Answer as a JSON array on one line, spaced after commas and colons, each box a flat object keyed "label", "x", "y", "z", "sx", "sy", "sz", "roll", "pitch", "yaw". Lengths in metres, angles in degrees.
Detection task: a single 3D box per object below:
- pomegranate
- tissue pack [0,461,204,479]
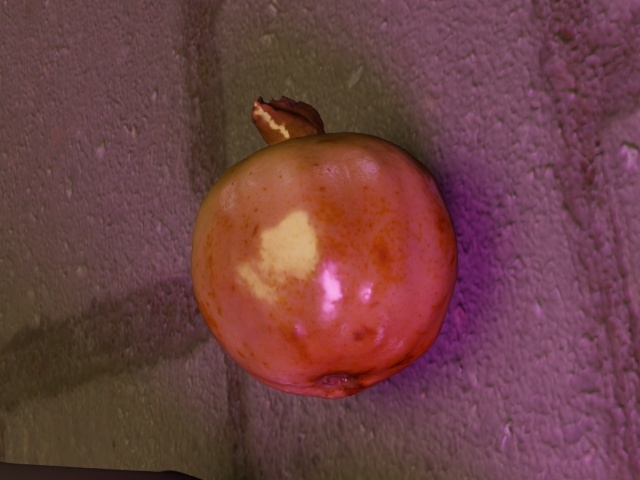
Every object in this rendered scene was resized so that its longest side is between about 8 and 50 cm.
[{"label": "pomegranate", "x": 0.004, "y": 0.016, "z": 1.008, "sx": 0.207, "sy": 0.207, "sz": 0.207, "roll": -10, "pitch": 75, "yaw": 43}, {"label": "tissue pack", "x": -0.158, "y": 0.301, "z": 1.005, "sx": 0.236, "sy": 0.333, "sz": 0.229, "roll": 32, "pitch": 104, "yaw": 44}]
